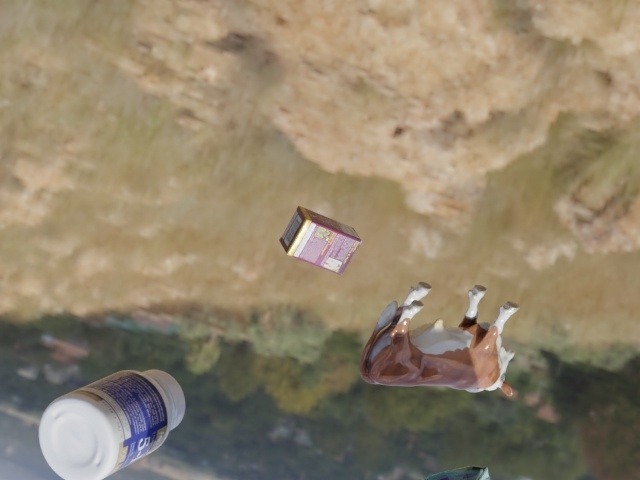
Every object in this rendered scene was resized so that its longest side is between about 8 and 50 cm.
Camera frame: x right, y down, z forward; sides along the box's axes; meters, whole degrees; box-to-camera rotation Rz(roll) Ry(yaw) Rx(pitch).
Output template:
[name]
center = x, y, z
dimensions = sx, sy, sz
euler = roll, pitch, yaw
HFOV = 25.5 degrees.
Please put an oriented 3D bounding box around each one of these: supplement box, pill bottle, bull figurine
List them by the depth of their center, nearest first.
[pill bottle]
center = -0.250, 0.222, 1.749
dimensions = 0.112, 0.112, 0.187
euler = 14, -164, 24
[supplement box]
center = 0.000, 0.000, 1.756
dimensions = 0.083, 0.055, 0.043
euler = 22, -162, -26
[bull figurine]
center = 0.209, 0.167, 2.253
dimensions = 0.310, 0.188, 0.101
euler = 0, -152, -32

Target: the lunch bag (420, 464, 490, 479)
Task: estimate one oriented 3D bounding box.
[lunch bag]
center = 0.160, 0.468, 2.031
dimensions = 0.160, 0.262, 0.223
euler = 19, 129, 64
